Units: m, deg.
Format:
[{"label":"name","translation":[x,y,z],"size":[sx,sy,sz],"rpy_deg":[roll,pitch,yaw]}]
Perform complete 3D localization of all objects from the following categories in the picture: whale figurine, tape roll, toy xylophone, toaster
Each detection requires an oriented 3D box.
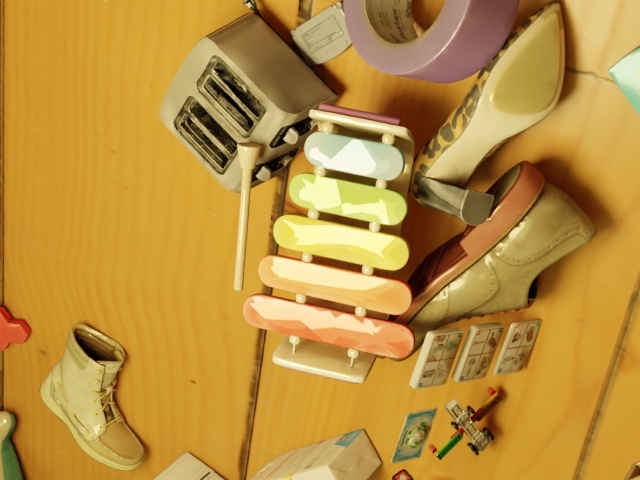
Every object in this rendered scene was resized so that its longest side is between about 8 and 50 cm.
[{"label":"whale figurine","translation":[-0.576,0.417,2.014],"size":[0.216,0.141,0.272],"rpy_deg":[16,96,40]},{"label":"tape roll","translation":[0.117,-0.266,1.222],"size":[0.189,0.080,0.189],"rpy_deg":[-2,88,47]},{"label":"toy xylophone","translation":[0.000,0.000,1.323],"size":[0.236,0.081,0.322],"rpy_deg":[4,103,15]},{"label":"toaster","translation":[-0.094,-0.176,1.418],"size":[0.185,0.110,0.168],"rpy_deg":[47,134,6]}]

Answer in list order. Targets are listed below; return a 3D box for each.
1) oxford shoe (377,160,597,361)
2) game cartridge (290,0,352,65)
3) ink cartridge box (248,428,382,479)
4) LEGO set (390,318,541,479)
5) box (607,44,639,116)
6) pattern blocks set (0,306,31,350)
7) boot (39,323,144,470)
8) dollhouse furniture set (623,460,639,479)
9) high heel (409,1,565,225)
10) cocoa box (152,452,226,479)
[{"label":"oxford shoe","translation":[0.184,0.061,1.357],"size":[0.130,0.123,0.348],"rpy_deg":[35,134,-5]},{"label":"game cartridge","translation":[0.007,-0.248,1.389],"size":[0.083,0.017,0.056],"rpy_deg":[-24,94,38]},{"label":"ink cartridge box","translation":[-0.016,0.335,1.617],"size":[0.181,0.104,0.061],"rpy_deg":[-24,97,38]},{"label":"LEGO set","translation":[0.157,0.198,1.401],"size":[0.060,0.182,0.244],"rpy_deg":[41,125,44]},{"label":"box","translation":[0.409,-0.109,1.169],"size":[0.100,0.060,0.244],"rpy_deg":[-37,89,38]},{"label":"pattern blocks set","translation":[-0.668,0.101,1.885],"size":[0.325,0.026,0.285],"rpy_deg":[-17,114,18]},{"label":"boot","translation":[-0.340,0.248,1.802],"size":[0.213,0.077,0.165],"rpy_deg":[42,125,13]},{"label":"dollhouse furniture set","translation":[0.448,0.239,1.241],"size":[0.182,0.161,0.101],"rpy_deg":[-34,91,39]},{"label":"high heel","translation":[0.178,-0.153,1.300],"size":[0.093,0.186,0.261],"rpy_deg":[22,95,-21]},{"label":"cocoa box","translation":[-0.224,0.557,1.770],"size":[0.228,0.231,0.347],"rpy_deg":[32,125,16]}]
